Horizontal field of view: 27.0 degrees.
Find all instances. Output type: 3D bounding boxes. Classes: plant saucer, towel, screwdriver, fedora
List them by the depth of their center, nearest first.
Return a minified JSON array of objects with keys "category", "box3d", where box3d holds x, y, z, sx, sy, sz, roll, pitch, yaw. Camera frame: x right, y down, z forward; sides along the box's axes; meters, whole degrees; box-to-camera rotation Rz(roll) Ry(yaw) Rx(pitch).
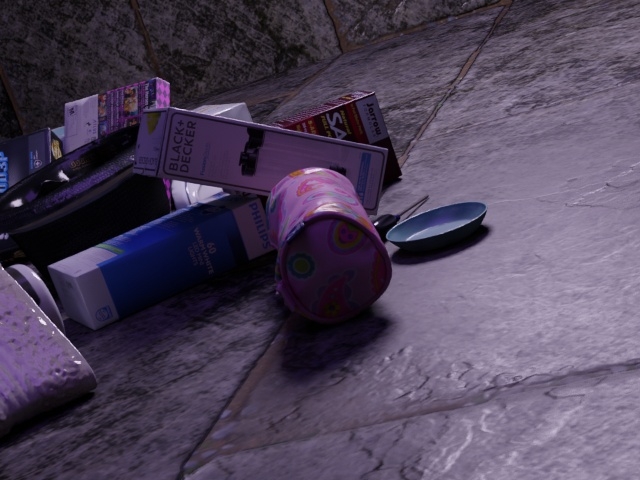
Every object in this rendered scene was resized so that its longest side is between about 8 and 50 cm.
[{"category":"towel","box3d":[-0.387,0.105,1.395,0.187,0.049,0.282,-28,54,-29]},{"category":"plant saucer","box3d":[0.133,-0.013,1.501,0.119,0.021,0.119,-17,13,4]},{"category":"screwdriver","box3d":[0.101,-0.030,1.640,0.024,0.025,0.170,-11,7,31]},{"category":"fedora","box3d":[-0.333,-0.043,1.957,0.334,0.152,0.334,-24,17,8]}]

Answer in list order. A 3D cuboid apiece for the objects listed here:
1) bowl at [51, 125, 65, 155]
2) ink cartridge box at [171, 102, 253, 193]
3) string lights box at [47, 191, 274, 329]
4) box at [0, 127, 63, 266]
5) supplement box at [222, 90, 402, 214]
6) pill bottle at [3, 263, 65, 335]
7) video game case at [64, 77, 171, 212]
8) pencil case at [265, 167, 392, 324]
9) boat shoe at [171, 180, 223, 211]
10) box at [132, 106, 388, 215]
[{"category":"bowl","box3d":[-0.487,-0.109,2.426,0.311,0.163,0.311,-19,14,5]},{"category":"ink cartridge box","box3d":[-0.197,-0.156,2.292,0.128,0.127,0.176,-25,14,-25]},{"category":"string lights box","box3d":[-0.203,0.020,1.706,0.260,0.076,0.133,-24,15,-22]},{"category":"box","box3d":[-0.519,-0.067,2.247,0.175,0.220,0.051,-15,-30,13]},{"category":"supplement box","box3d":[-0.021,-0.109,1.860,0.239,0.130,0.073,-23,14,-12]},{"category":"pill bottle","box3d":[-0.405,0.119,1.497,0.208,0.119,0.119,-27,15,-32]},{"category":"video game case","box3d":[-0.345,-0.141,2.249,0.210,0.232,0.042,-12,-17,31]},{"category":"pencil case","box3d":[0.000,0.000,1.427,0.124,0.124,0.284,-19,15,1]},{"category":"boat shoe","box3d":[-0.154,-0.081,2.008,0.084,0.095,0.258,-20,14,14]},{"category":"box","box3d":[-0.080,-0.101,1.698,0.290,0.087,0.169,9,2,-18]}]
